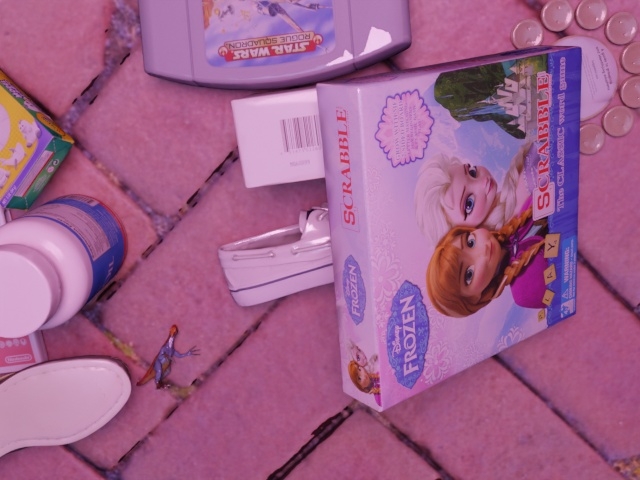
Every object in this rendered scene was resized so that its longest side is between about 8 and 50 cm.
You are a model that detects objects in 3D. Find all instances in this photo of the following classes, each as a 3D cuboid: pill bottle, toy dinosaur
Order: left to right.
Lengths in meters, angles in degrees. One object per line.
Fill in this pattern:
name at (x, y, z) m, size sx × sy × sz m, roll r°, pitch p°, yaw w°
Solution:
pill bottle at (-0.305, 0.027, 0.834) m, size 0.124 × 0.221 × 0.124 m, roll 1°, pitch 105°, yaw 2°
toy dinosaur at (-0.204, 0.149, 0.958) m, size 0.090 × 0.047 × 0.082 m, roll -1°, pitch 86°, yaw 13°

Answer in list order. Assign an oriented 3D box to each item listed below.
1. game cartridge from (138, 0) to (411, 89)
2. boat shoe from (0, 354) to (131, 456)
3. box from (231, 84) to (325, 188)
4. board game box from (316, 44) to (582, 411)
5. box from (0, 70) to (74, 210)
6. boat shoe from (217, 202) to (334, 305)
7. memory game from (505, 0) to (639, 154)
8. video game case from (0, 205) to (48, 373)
game cartridge at (-0.054, -0.266, 0.804) m, size 0.297 × 0.062 × 0.198 m, roll -5°, pitch 87°, yaw 9°
boat shoe at (-0.374, 0.214, 0.953) m, size 0.304 × 0.091 × 0.109 m, roll -24°, pitch 101°, yaw 8°
box at (-0.016, -0.120, 0.811) m, size 0.130 × 0.170 × 0.091 m, roll -8°, pitch 102°, yaw 4°
board game box at (0.151, -0.026, 0.782) m, size 0.317 × 0.065 × 0.319 m, roll -18°, pitch 112°, yaw -33°
box at (-0.377, -0.130, 0.860) m, size 0.179 × 0.043 × 0.105 m, roll 41°, pitch 101°, yaw 19°
boat shoe at (0.000, 0.000, 0.881) m, size 0.258 × 0.095 × 0.084 m, roll -21°, pitch 107°, yaw 6°
memory game at (0.293, -0.188, 0.863) m, size 0.186 × 0.012 × 0.186 m, roll 1°, pitch 104°, yaw 2°
video game case at (-0.479, 0.041, 0.946) m, size 0.203 × 0.025 × 0.285 m, roll -8°, pitch 104°, yaw 4°
